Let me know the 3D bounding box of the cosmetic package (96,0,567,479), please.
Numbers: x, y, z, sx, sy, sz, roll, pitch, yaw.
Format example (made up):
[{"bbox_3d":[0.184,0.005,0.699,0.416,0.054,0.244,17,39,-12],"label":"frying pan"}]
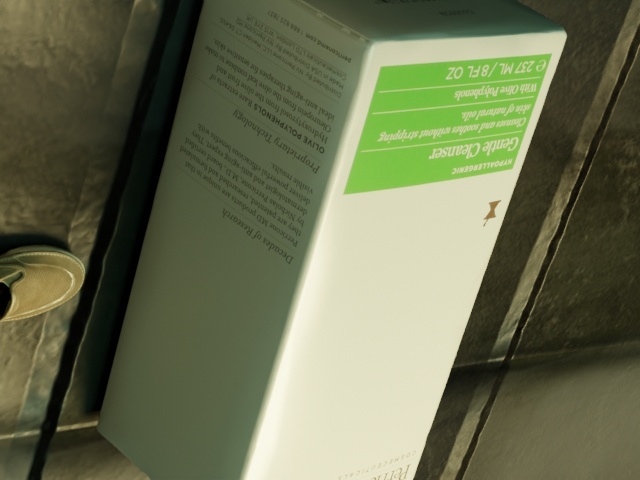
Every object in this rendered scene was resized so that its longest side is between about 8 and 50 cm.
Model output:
[{"bbox_3d":[0.000,0.000,1.128,0.197,0.155,0.365,-12,126,-44],"label":"cosmetic package"}]

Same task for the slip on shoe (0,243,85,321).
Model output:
[{"bbox_3d":[-0.198,0.032,1.038,0.135,0.041,0.051,1,118,-46],"label":"slip on shoe"}]
